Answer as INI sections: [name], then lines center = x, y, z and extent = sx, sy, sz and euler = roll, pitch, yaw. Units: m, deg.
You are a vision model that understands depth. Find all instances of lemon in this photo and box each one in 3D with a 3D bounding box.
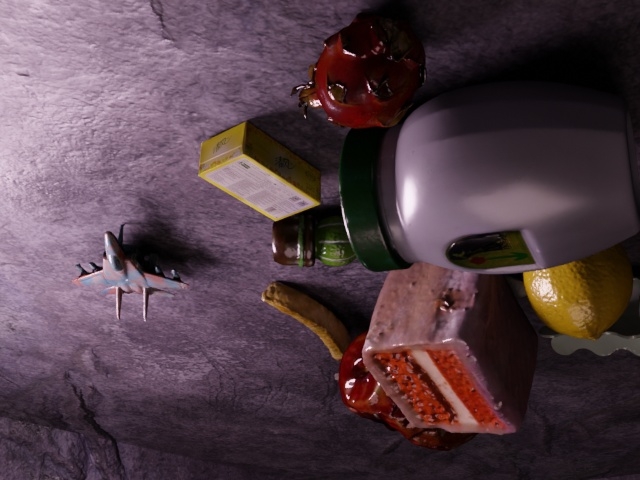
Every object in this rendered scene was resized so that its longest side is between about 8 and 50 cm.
[lemon]
center = 0.430, 0.068, 1.419
extent = 0.178, 0.203, 0.178
euler = -14, 166, -3

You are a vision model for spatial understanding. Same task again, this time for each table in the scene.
[table]
center = 0.530, 0.147, 1.628
extent = 0.198, 0.167, 0.166
euler = -3, 154, 31

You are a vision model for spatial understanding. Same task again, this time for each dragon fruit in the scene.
[dragon fruit]
center = 0.036, -0.195, 1.043
extent = 0.125, 0.125, 0.246
euler = 4, 174, -33

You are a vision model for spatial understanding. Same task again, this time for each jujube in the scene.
[jujube]
center = 0.220, 0.319, 1.869
extent = 0.376, 0.277, 0.276
euler = 16, 152, -38

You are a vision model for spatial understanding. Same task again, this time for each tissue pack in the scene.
[tissue pack]
center = -0.088, -0.101, 1.280
extent = 0.095, 0.062, 0.176
euler = -20, 145, 34

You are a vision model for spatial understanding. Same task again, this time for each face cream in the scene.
[face cream]
center = 0.224, -0.077, 1.117
extent = 0.356, 0.220, 0.312
euler = -6, 154, 24

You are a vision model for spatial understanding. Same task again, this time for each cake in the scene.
[cake]
center = 0.248, 0.193, 1.568
extent = 0.237, 0.230, 0.309
euler = -6, 132, 35

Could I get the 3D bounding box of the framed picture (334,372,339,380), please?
[framed picture]
center = 0.230, 0.383, 2.275
extent = 0.240, 0.020, 0.324
euler = -20, 146, 40

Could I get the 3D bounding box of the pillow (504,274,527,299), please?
[pillow]
center = 0.295, 0.114, 1.686
extent = 0.128, 0.051, 0.229
euler = 25, 146, -35

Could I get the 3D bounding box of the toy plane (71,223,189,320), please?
[toy plane]
center = -0.358, 0.043, 1.560
extent = 0.222, 0.105, 0.326
euler = 3, 150, -1

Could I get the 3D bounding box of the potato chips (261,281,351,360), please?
[potato chips]
center = -0.001, 0.183, 1.853
extent = 0.080, 0.057, 0.407
euler = 5, 158, 27

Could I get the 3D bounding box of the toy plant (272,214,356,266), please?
[toy plant]
center = 0.000, 0.000, 1.446
extent = 0.162, 0.093, 0.093
euler = -2, 154, 2
